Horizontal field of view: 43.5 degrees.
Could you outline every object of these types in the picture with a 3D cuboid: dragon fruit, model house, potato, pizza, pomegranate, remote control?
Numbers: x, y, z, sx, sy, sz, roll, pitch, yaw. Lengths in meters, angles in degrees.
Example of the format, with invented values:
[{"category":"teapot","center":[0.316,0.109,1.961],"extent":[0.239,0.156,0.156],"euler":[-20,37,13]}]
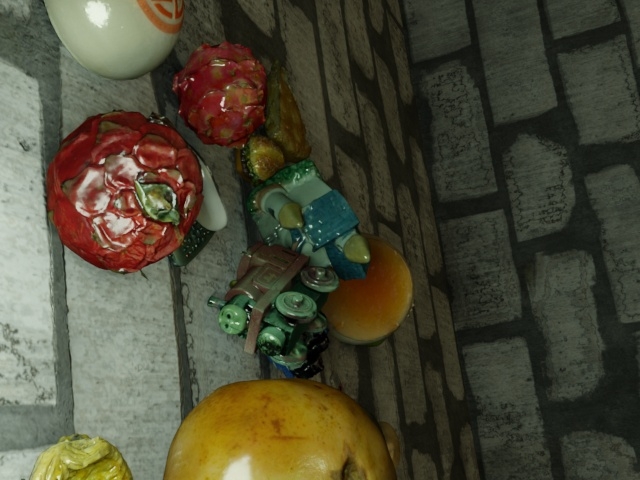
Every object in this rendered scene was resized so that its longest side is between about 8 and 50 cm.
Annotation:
[{"category":"dragon fruit","center":[-0.293,-0.081,1.235],"extent":[0.299,0.244,0.244],"euler":[-103,167,-51]},{"category":"model house","center":[0.000,0.000,1.801],"extent":[0.325,0.194,0.267],"euler":[40,-23,57]},{"category":"potato","center":[0.169,0.579,2.231],"extent":[0.118,0.109,0.178],"euler":[47,23,-14]},{"category":"pizza","center":[-0.104,-0.345,2.139],"extent":[0.280,0.075,0.288],"euler":[33,46,-67]},{"category":"dragon fruit","center":[-0.203,-0.322,1.686],"extent":[0.205,0.210,0.268],"euler":[113,-9,-46]},{"category":"pomegranate","center":[-0.074,0.429,1.322],"extent":[0.416,0.416,0.417],"euler":[-13,90,-70]},{"category":"remote control","center":[-0.249,-0.021,1.587],"extent":[0.072,0.042,0.222],"euler":[68,23,-19]}]

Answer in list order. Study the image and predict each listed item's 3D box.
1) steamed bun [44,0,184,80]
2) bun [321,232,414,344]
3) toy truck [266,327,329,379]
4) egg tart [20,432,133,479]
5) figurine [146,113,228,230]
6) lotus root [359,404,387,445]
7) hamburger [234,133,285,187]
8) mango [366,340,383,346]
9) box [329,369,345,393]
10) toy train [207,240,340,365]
[{"category":"steamed bun","center":[-0.342,-0.427,1.398],"extent":[0.283,0.177,0.283],"euler":[-13,90,-69]},{"category":"bun","center":[0.103,0.130,2.147],"extent":[0.165,0.298,0.299],"euler":[168,-92,-77]},{"category":"toy truck","center":[-0.055,0.221,1.833],"extent":[0.113,0.126,0.208],"euler":[62,24,-22]},{"category":"egg tart","center":[-0.327,0.372,1.054],"extent":[0.241,0.105,0.241],"euler":[-10,90,-71]},{"category":"figurine","center":[-0.295,-0.096,1.470],"extent":[0.141,0.166,0.250],"euler":[-35,83,-27]},{"category":"lotus root","center":[0.086,0.525,2.000],"extent":[0.173,0.173,0.309],"euler":[39,35,-59]},{"category":"hamburger","center":[-0.136,-0.183,1.920],"extent":[0.166,0.087,0.137],"euler":[33,48,-62]},{"category":"mango","center":[0.148,0.228,2.355],"extent":[0.293,0.142,0.175],"euler":[45,38,-71]},{"category":"box","center":[0.047,0.396,2.158],"extent":[0.046,0.012,0.083],"euler":[-63,134,-62]},{"category":"toy train","center":[-0.095,0.125,1.664],"extent":[0.304,0.221,0.150],"euler":[-49,158,-59]}]
